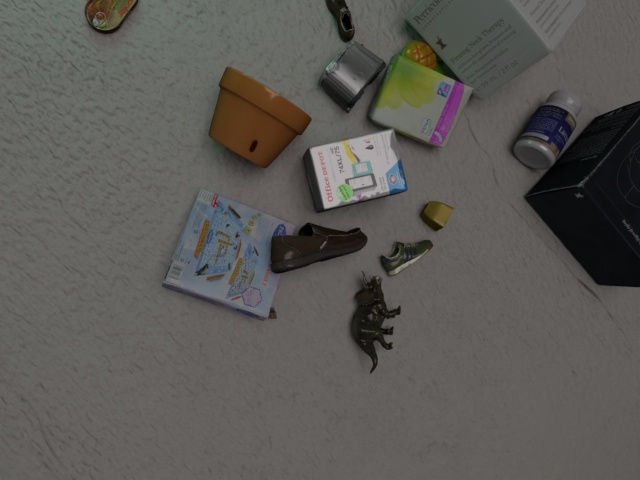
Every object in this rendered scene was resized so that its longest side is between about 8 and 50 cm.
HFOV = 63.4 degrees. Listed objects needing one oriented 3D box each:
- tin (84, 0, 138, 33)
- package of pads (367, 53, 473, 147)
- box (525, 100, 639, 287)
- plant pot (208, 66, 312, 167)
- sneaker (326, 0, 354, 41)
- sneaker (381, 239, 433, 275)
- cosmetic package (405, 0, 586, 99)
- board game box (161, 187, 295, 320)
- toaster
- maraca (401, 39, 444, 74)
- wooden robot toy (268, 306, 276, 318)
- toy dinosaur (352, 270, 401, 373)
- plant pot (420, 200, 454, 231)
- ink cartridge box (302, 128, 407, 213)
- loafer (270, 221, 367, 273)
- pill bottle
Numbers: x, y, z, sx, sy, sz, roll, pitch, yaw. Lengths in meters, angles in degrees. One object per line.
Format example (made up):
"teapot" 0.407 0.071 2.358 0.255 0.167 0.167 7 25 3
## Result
"tin" -0.628 -0.712 1.565 0.106 0.040 0.190 33 79 -7
"package of pads" 0.329 -0.459 1.744 0.296 0.101 0.229 20 105 -13
"box" 1.107 -0.161 1.870 0.472 0.297 0.480 -45 99 -14
"plant pot" -0.199 -0.351 1.552 0.290 0.291 0.204 28 96 -12
"sneaker" 0.075 -0.770 1.740 0.066 0.071 0.188 -23 93 -15
"sneaker" 0.289 0.035 1.756 0.192 0.064 0.086 -35 101 -11
"cosmetic package" 0.574 -0.761 1.711 0.393 0.329 0.327 45 62 -8
"board game box" -0.267 0.041 1.564 0.317 0.066 0.319 22 66 -13
"toaster" 0.096 -0.540 1.707 0.146 0.129 0.227 39 80 -6
"maraca" 0.357 -0.613 1.796 0.185 0.099 0.127 29 81 -24
"wooden robot toy" -0.208 0.186 1.627 0.173 0.076 0.079 22 46 -13
"toy dinosaur" 0.169 0.269 1.703 0.160 0.121 0.314 14 88 -2
"plant pot" 0.395 -0.092 1.788 0.083 0.081 0.081 31 79 1
"ink cartridge box" 0.101 -0.214 1.635 0.270 0.197 0.198 -14 92 -7
"loafer" 0.000 0.000 1.600 0.365 0.133 0.130 -14 88 -41
"pill bottle" 0.831 -0.404 1.883 0.153 0.153 0.265 36 79 -11
